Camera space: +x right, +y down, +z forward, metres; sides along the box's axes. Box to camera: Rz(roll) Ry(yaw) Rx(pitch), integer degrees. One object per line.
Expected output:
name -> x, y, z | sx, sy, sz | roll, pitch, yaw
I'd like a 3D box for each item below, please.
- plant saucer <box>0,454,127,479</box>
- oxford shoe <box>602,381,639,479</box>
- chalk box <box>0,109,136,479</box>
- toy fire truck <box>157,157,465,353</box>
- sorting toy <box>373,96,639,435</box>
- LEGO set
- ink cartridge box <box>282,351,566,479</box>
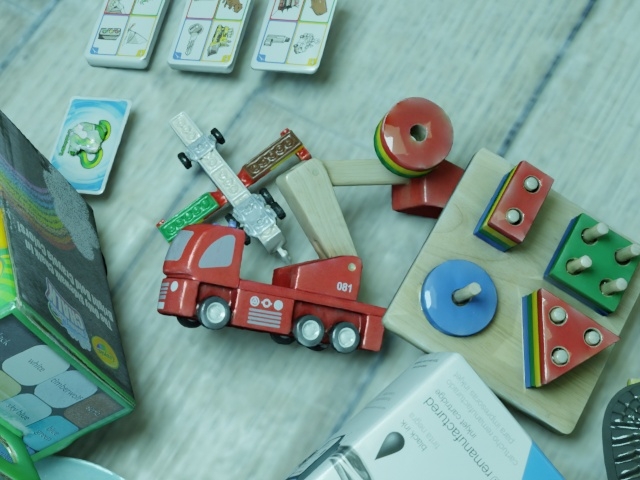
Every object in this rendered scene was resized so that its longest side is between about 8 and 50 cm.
plant saucer -> -0.167, 0.224, 0.682 | 0.194, 0.037, 0.195 | -1, 66, 1
oxford shoe -> 0.216, 0.189, 0.651 | 0.082, 0.096, 0.227 | -20, 68, -1
chalk box -> -0.199, 0.052, 0.668 | 0.132, 0.132, 0.213 | -25, 51, 7
toy fire truck -> 0.000, 0.000, 0.733 | 0.192, 0.047, 0.135 | 13, 82, -24
sorting toy -> 0.135, 0.031, 0.706 | 0.274, 0.046, 0.132 | 32, 72, -4
LEGO set -> -0.091, -0.073, 0.817 | 0.182, 0.060, 0.244 | 5, 65, 18
ink cartridge box -> 0.041, 0.176, 0.654 | 0.190, 0.082, 0.140 | -40, 90, -15
